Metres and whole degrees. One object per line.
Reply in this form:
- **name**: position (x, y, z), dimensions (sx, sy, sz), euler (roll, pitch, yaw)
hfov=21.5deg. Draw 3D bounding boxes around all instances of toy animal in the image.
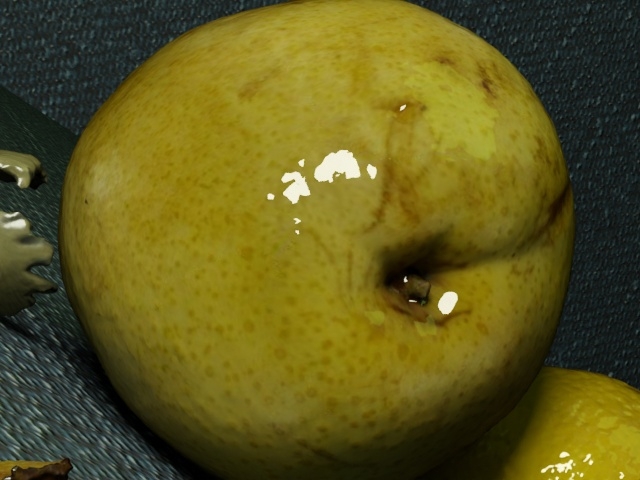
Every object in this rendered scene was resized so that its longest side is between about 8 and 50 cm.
- **toy animal**: position (-0.250, -0.052, 0.953), dimensions (0.214, 0.093, 0.186), euler (27, -10, 30)

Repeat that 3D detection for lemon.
- **lemon**: position (0.162, 0.178, 1.065), dimensions (0.257, 0.188, 0.188), euler (32, 1, 20)

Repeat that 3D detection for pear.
- **pear**: position (0.000, 0.000, 0.976), dimensions (0.314, 0.314, 0.314), euler (35, 2, -2)

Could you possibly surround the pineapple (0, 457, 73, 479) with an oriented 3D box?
- **pineapple**: position (-0.117, 0.081, 0.476), dimensions (0.114, 0.077, 0.114), euler (20, -13, 40)
